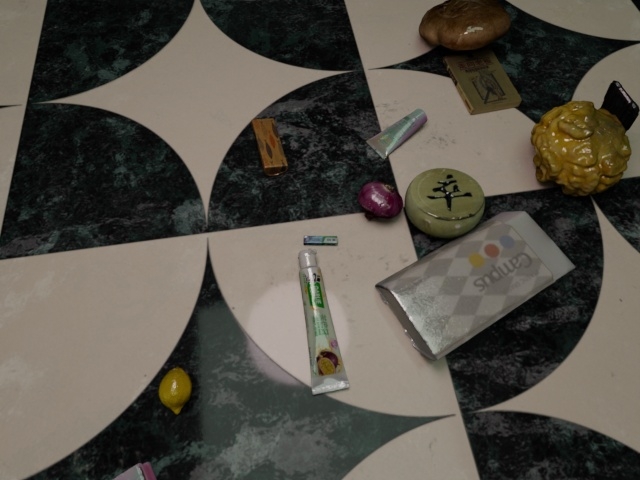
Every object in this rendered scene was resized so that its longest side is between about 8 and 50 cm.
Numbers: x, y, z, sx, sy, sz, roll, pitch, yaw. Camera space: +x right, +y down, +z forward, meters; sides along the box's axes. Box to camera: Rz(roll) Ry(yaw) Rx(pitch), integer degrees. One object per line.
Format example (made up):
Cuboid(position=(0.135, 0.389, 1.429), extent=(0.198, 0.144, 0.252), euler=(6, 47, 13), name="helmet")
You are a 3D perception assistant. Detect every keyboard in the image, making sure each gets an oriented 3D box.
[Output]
Cuboid(position=(0.748, -0.311, 1.036), extent=(0.016, 0.262, 0.106), euler=(-30, 70, 19), name="keyboard")

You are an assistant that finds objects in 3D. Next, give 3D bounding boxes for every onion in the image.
Cuboid(position=(0.146, -0.094, 1.006), extent=(0.115, 0.115, 0.104), euler=(37, 113, 15), name="onion")

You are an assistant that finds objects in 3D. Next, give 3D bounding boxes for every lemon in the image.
Cuboid(position=(-0.293, 0.303, 0.820), extent=(0.065, 0.065, 0.092), euler=(-6, 71, -4), name="lemon")

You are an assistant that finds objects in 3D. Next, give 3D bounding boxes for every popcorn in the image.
Cuboid(position=(0.651, -0.230, 1.030), extent=(0.251, 0.190, 0.249), euler=(6, 60, -11), name="popcorn")

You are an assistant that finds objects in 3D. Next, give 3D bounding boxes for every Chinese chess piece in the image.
Cuboid(position=(0.302, -0.095, 0.993), extent=(0.189, 0.083, 0.188), euler=(-2, 54, 3), name="Chinese chess piece")

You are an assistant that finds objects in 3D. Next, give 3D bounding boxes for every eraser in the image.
Cuboid(position=(0.348, 0.084, 0.925), extent=(0.397, 0.082, 0.213), euler=(-27, 69, -13), name="eraser")

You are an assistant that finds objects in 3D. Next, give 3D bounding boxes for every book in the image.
Cuboid(position=(0.488, -0.487, 1.232), extent=(0.162, 0.026, 0.230), euler=(-13, 65, -7), name="book")

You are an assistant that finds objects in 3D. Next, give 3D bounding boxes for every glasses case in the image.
Cuboid(position=(-0.140, -0.256, 1.103), extent=(0.065, 0.041, 0.169), euler=(-9, 64, -18), name="glasses case")

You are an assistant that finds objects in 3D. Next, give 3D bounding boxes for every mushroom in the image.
Cuboid(position=(0.436, -0.659, 1.237), extent=(0.279, 0.145, 0.278), euler=(-4, 43, 4), name="mushroom")

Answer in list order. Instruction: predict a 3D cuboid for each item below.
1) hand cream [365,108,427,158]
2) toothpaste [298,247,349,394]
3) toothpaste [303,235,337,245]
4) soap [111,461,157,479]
Cuboid(position=(0.218, -0.302, 1.134), extent=(0.174, 0.047, 0.076), euler=(-38, 71, -8), name="hand cream")
Cuboid(position=(-0.007, 0.171, 0.900), extent=(0.058, 0.056, 0.313), euler=(-26, 64, 32), name="toothpaste")
Cuboid(position=(0.000, 0.000, 0.995), extent=(0.084, 0.017, 0.020), euler=(0, 64, 0), name="toothpaste")
Cuboid(position=(-0.335, 0.498, 0.731), extent=(0.100, 0.056, 0.149), euler=(-29, 68, -11), name="soap")
